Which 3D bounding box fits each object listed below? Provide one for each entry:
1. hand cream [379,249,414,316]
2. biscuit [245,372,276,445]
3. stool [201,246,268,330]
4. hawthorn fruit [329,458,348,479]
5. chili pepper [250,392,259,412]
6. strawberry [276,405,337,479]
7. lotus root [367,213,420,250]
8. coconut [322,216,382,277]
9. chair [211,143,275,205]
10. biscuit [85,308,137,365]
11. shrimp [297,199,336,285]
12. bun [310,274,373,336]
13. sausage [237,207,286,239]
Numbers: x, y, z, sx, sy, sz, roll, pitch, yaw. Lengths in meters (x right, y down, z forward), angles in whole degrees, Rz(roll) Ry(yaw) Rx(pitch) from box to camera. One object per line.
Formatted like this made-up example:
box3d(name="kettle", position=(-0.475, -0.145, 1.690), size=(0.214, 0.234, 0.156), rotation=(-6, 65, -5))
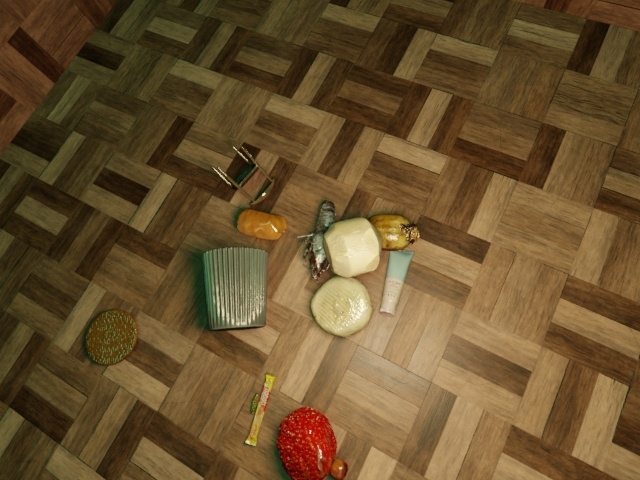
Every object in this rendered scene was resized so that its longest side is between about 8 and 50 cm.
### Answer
box3d(name="hand cream", position=(0.327, 0.179, 1.784), size=(0.111, 0.070, 0.312), rotation=(14, 67, 14))
box3d(name="biscuit", position=(-0.252, 0.715, 1.710), size=(0.048, 0.026, 0.291), rotation=(13, 74, 9))
box3d(name="stool", position=(-0.366, 0.220, 1.753), size=(0.298, 0.297, 0.329), rotation=(-7, 75, 6))
box3d(name="hawthorn fruit", position=(0.070, 0.901, 1.582), size=(0.077, 0.077, 0.077), rotation=(-3, 72, 8))
box3d(name="chili pepper", position=(-0.284, 0.698, 1.724), size=(0.027, 0.022, 0.083), rotation=(9, 70, 13))
box3d(name="strawberry", position=(-0.057, 0.791, 1.542), size=(0.261, 0.258, 0.260), rotation=(-3, 81, 16))
box3d(name="lotus root", position=(0.295, -0.038, 1.808), size=(0.314, 0.141, 0.169), rotation=(6, 71, 20))
box3d(name="coconut", position=(0.147, 0.029, 1.681), size=(0.248, 0.245, 0.244), rotation=(-14, 71, -8))
box3d(name="chair", position=(-0.377, -0.323, 1.998), size=(0.272, 0.166, 0.188), rotation=(44, 80, -25))
box3d(name="biscuit", position=(-0.983, 0.455, 1.898), size=(0.262, 0.037, 0.261), rotation=(-3, 72, 8))
box3d(name="shrimp", position=(0.001, 0.002, 1.836), size=(0.222, 0.166, 0.410), rotation=(17, 80, -14))
box3d(name="bun", position=(0.097, 0.285, 1.725), size=(0.273, 0.168, 0.272), rotation=(-6, 73, 20))
box3d(name="sausage", position=(-0.278, -0.077, 1.917), size=(0.241, 0.120, 0.136), rotation=(10, 89, 11))
